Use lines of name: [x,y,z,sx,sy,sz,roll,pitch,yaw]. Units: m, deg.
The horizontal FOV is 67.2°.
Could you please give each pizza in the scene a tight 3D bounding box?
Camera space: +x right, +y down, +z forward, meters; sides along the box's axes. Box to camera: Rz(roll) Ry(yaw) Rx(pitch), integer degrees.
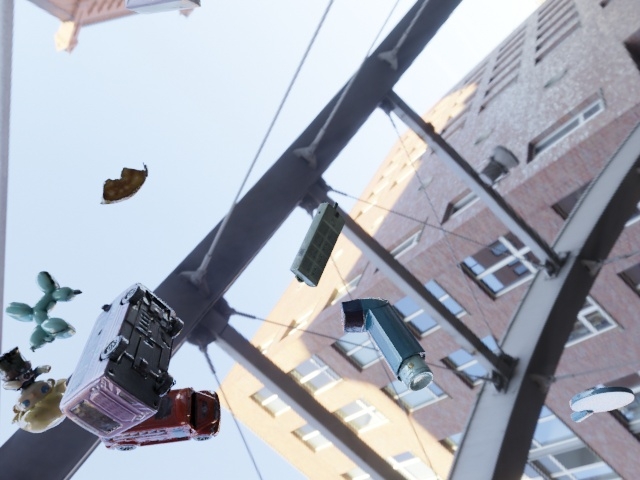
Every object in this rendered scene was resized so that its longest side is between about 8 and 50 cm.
pizza: [-0.253,-0.073,0.623,0.037,0.016,0.083,47,-127,-13]

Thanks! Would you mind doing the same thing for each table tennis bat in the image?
table tennis bat: [0.495,0.294,0.866,0.100,0.155,0.019,0,-128,-1]

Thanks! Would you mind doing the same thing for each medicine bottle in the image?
medicine bottle: [0.143,0.222,1.069,0.124,0.079,0.258,-15,-142,-18]

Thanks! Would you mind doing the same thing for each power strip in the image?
power strip: [0.000,0.000,0.685,0.051,0.019,0.136,44,-120,-35]

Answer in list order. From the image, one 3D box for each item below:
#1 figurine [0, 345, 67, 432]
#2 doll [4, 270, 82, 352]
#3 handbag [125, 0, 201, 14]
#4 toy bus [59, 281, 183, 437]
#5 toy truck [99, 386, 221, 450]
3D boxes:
figurine: [-0.634,0.325,1.061,0.196,0.108,0.114,68,-152,-13]
doll: [-0.601,0.160,1.056,0.159,0.059,0.159,21,-118,14]
handbag: [-0.250,-0.451,0.750,0.095,0.117,0.173,-42,-49,-68]
toy bus: [-0.259,0.152,0.644,0.096,0.108,0.199,49,-169,-27]
toy truck: [-0.357,0.396,1.086,0.253,0.114,0.107,-5,-128,-6]
